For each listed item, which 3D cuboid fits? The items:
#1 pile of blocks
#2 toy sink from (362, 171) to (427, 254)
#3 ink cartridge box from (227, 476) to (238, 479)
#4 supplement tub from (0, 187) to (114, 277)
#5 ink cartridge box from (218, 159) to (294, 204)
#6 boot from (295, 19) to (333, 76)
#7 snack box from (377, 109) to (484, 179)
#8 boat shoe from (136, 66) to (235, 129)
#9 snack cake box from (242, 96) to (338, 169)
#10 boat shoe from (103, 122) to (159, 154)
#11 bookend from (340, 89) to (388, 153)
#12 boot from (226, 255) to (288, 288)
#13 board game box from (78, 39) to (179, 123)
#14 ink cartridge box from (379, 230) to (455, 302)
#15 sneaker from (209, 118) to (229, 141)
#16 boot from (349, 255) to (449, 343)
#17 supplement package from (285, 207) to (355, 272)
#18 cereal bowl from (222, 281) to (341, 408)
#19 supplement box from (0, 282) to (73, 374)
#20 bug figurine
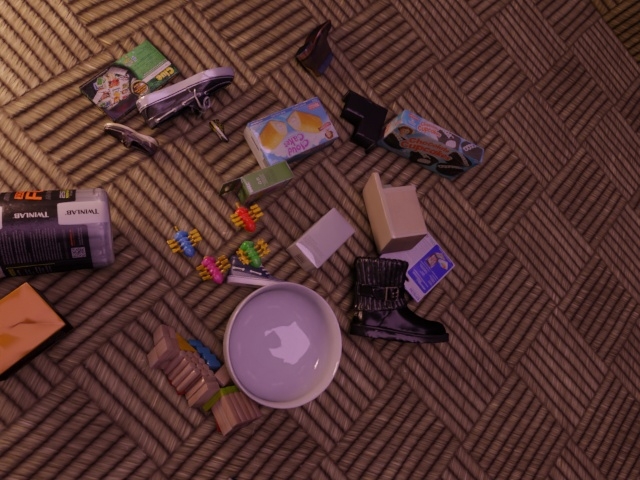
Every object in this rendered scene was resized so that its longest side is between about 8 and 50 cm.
[{"bbox_3d":[-0.324,0.381,1.293,0.362,0.149,0.112,46,109,4],"label":"pile of blocks"},{"bbox_3d":[0.240,-0.094,1.550,0.131,0.152,0.233,-8,70,-14],"label":"toy sink"},{"bbox_3d":[-0.192,0.783,1.269,0.224,0.045,0.223,29,70,-13],"label":"ink cartridge box"},{"bbox_3d":[-0.694,-0.019,1.170,0.339,0.207,0.206,-6,80,-23],"label":"supplement tub"},{"bbox_3d":[-0.195,-0.164,1.448,0.210,0.109,0.062,-26,87,-24],"label":"ink cartridge box"},{"bbox_3d":[0.000,-0.671,1.671,0.106,0.082,0.219,46,60,-30],"label":"boot"},{"bbox_3d":[0.376,-0.325,1.661,0.322,0.187,0.060,22,71,-15],"label":"snack box"},{"bbox_3d":[-0.385,-0.423,1.434,0.307,0.113,0.104,-29,96,-21],"label":"boat shoe"},{"bbox_3d":[-0.094,-0.337,1.537,0.265,0.089,0.152,-29,89,-24],"label":"snack cake box"},{"bbox_3d":[-0.545,-0.290,1.371,0.153,0.056,0.049,17,67,-17],"label":"boat shoe"},{"bbox_3d":[0.132,-0.407,1.648,0.156,0.072,0.157,23,72,-14],"label":"bookend"},{"bbox_3d":[-0.178,0.097,1.416,0.190,0.069,0.085,10,70,-16],"label":"boot"},{"bbox_3d":[-0.563,-0.474,1.421,0.136,0.030,0.259,44,67,-4],"label":"board game box"},{"bbox_3d":[0.323,0.072,1.627,0.208,0.045,0.206,-40,93,-22],"label":"ink cartridge box"},{"bbox_3d":[-0.308,-0.344,1.487,0.035,0.031,0.083,-41,94,-24],"label":"sneaker"},{"bbox_3d":[0.261,0.190,1.521,0.349,0.131,0.259,11,78,-18],"label":"boot"},{"bbox_3d":[0.000,0.000,1.488,0.105,0.105,0.179,48,67,-5],"label":"supplement package"},{"bbox_3d":[-0.116,0.293,1.352,0.340,0.141,0.338,6,75,-23],"label":"cereal bowl"},{"bbox_3d":[-0.710,0.217,1.116,0.191,0.194,0.129,-42,95,-24],"label":"supplement box"},{"bbox_3d":[-0.280,0.011,1.376,0.279,0.072,0.216,-23,68,-20],"label":"bug figurine"}]
